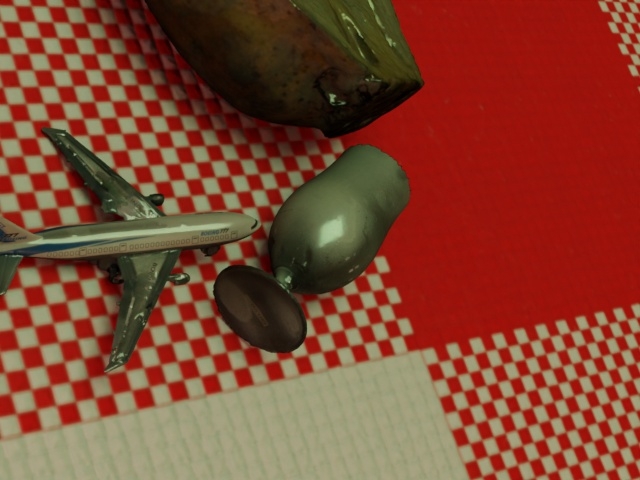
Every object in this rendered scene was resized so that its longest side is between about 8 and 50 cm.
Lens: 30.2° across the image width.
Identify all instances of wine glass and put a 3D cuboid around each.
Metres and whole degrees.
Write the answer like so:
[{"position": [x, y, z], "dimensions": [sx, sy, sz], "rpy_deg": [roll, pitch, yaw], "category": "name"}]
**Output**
[{"position": [0.000, 0.000, 1.008], "dimensions": [0.093, 0.093, 0.202], "rpy_deg": [47, 47, -5], "category": "wine glass"}]

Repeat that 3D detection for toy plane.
[{"position": [-0.152, -0.002, 0.919], "dimensions": [0.226, 0.058, 0.226], "rpy_deg": [0, 55, -34], "category": "toy plane"}]

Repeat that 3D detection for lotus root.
[{"position": [-0.034, -0.205, 1.070], "dimensions": [0.260, 0.149, 0.267], "rpy_deg": [52, 29, -5], "category": "lotus root"}]
